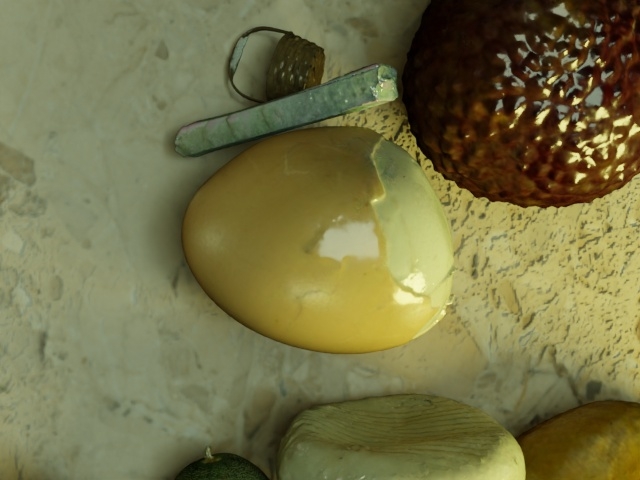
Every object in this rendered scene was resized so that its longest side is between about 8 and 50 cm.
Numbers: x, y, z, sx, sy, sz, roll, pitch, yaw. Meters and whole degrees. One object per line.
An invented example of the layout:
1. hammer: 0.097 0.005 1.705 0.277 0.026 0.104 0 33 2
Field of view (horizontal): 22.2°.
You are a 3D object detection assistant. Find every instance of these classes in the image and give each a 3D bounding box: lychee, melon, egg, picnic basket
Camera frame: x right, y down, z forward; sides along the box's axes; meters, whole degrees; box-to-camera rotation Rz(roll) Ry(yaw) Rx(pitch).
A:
1. lychee: 0.202 -0.153 1.474 0.260 0.260 0.260 0 91 -17
2. melon: -0.084 0.263 1.458 0.114 0.114 0.167 -15 98 -16
3. egg: 0.000 0.000 1.436 0.244 0.201 0.201 2 91 -6
4. picnic basket: -0.042 -0.159 1.494 0.083 0.072 0.072 16 86 11

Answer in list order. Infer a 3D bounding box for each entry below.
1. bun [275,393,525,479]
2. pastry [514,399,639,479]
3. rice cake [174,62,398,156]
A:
1. bun: 0.068 0.220 1.457 0.231 0.231 0.133 -4 104 -17
2. pastry: 0.290 0.322 1.548 0.356 0.164 0.356 0 90 -14
3. rice cake: -0.033 -0.113 1.447 0.211 0.043 0.034 -15 88 18
